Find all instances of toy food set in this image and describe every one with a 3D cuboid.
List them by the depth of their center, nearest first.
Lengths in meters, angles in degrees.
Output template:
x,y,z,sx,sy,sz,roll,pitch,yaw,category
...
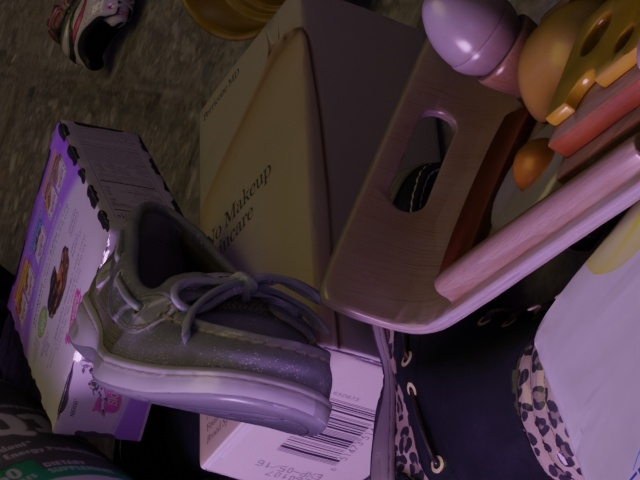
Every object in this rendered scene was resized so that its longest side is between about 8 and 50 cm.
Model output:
x,y,z,sx,sy,sz,roll,pitch,yaw,category
0.113,-0.099,0.944,0.306,0.092,0.220,-41,21,56,toy food set

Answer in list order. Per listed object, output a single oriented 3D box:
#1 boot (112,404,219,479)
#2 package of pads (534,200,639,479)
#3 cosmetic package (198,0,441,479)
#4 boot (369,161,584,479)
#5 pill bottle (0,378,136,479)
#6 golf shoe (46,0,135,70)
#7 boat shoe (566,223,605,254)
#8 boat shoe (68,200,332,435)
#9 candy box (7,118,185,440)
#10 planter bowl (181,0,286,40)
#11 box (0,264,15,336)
x,y,z,sx,sy,sz,roll,pitch,yaw,category
-0.086,0.070,1.393,0.207,0.094,0.246,-38,46,55,boot
0.220,0.026,0.785,0.296,0.101,0.229,-56,29,30,package of pads
0.000,0.000,1.250,0.160,0.113,0.309,-49,34,40,cosmetic package
0.105,0.046,1.038,0.178,0.085,0.236,-29,52,52,boot
-0.253,0.218,1.399,0.361,0.204,0.204,24,95,56,pill bottle
-0.213,-0.264,1.949,0.086,0.067,0.186,47,119,33,golf shoe
0.152,-0.057,1.054,0.043,0.049,0.137,-34,39,50,boat shoe
-0.072,0.043,1.103,0.320,0.118,0.103,-159,84,-72,boat shoe
-0.165,0.027,1.378,0.196,0.070,0.165,-124,48,-57,candy box
-0.026,-0.263,1.481,0.217,0.090,0.217,-1,89,50,planter bowl
-0.514,0.198,1.777,0.480,0.297,0.472,121,164,-83,box
